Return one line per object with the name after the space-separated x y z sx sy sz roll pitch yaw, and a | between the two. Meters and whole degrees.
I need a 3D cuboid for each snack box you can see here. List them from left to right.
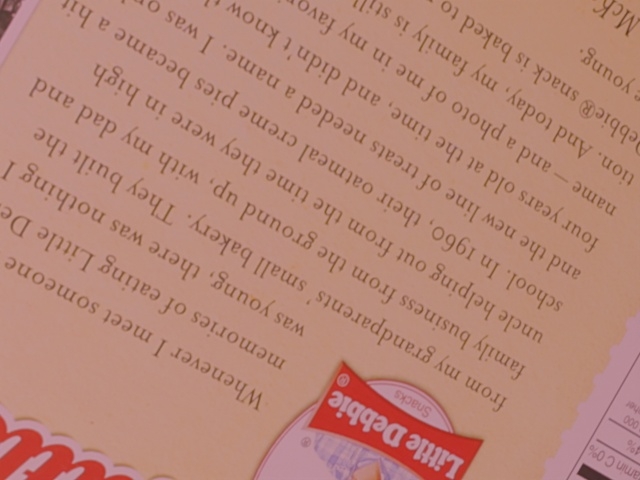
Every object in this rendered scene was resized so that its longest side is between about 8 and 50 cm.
0.000 0.000 0.372 0.322 0.060 0.187 31 88 -28 | snack box
